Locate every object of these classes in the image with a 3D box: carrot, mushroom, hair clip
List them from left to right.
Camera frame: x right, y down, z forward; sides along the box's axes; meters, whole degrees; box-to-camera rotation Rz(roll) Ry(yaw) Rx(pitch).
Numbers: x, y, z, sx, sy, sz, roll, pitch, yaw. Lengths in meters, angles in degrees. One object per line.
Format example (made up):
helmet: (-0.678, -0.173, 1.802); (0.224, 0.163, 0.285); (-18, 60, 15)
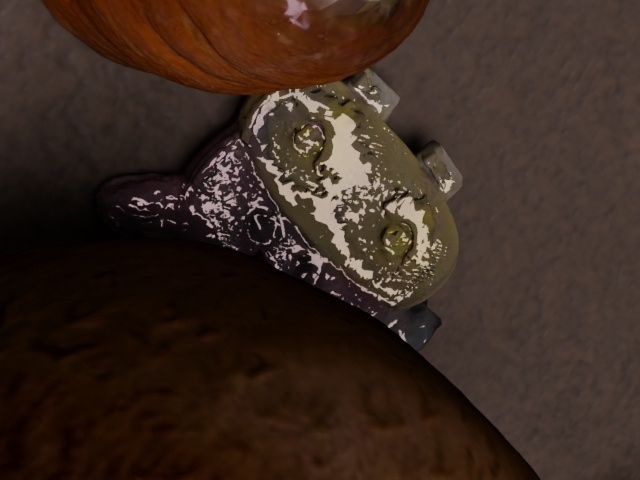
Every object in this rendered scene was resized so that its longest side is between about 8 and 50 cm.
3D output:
mushroom: (-0.078, 0.177, 0.779); (0.334, 0.331, 0.356); (30, 92, -46)
carrot: (-0.018, -0.117, 0.733); (0.159, 0.225, 0.159); (-8, 111, -21)
hair clip: (0.004, 0.002, 0.891); (0.146, 0.056, 0.187); (-44, 119, -7)
